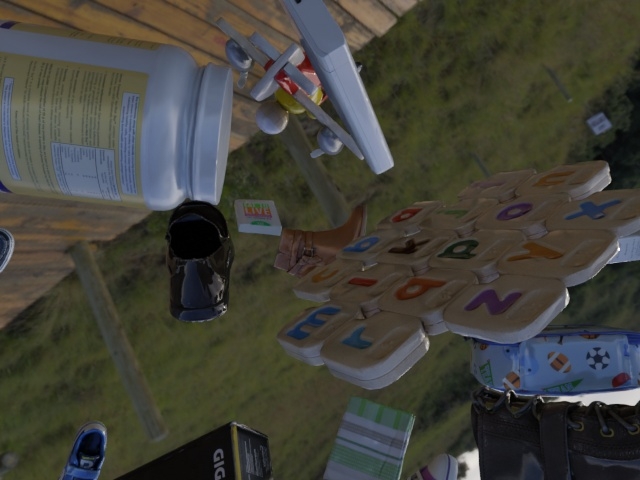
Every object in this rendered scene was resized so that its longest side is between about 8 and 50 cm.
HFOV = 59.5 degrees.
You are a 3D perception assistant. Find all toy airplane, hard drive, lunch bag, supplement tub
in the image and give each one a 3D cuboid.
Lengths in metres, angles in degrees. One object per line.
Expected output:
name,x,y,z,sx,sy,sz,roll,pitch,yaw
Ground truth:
toy airplane,-0.077,-0.370,1.386,0.384,0.386,0.272,20,125,-35
hard drive,0.019,-0.273,0.891,0.047,0.233,0.353,-30,156,7
lunch bag,0.417,0.207,1.021,0.304,0.114,0.243,0,176,9
supplement tub,-0.304,-0.171,0.809,0.332,0.241,0.241,7,159,-6

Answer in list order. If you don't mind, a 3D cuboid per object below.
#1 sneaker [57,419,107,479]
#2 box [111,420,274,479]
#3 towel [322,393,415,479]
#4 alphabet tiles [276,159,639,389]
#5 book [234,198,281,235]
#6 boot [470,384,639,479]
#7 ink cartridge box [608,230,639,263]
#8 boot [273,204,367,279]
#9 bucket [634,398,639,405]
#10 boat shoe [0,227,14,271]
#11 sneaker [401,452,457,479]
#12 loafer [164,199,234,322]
sneaker,-0.338,0.328,0.789,0.053,0.144,0.059,17,156,-25
box,-0.157,0.396,0.591,0.257,0.322,0.079,-31,135,18
towel,0.074,0.327,0.869,0.023,0.113,0.152,73,34,-61
alphabet tiles,0.102,0.013,0.452,0.284,0.021,0.278,-35,-162,-25
book,-0.150,-0.055,1.310,0.096,0.144,0.035,4,115,-16
boot,0.218,0.137,0.416,0.229,0.262,0.091,-3,173,42
ink cartridge box,0.546,-0.017,1.246,0.239,0.060,0.275,-5,-162,-15
boot,0.000,0.000,1.090,0.073,0.152,0.197,-70,-179,-72
bucket,0.490,0.367,0.759,0.183,0.281,0.281,-56,157,18
boat shoe,-0.540,0.052,0.839,0.183,0.065,0.083,-51,-167,-18
sneaker,0.153,0.535,1.150,0.282,0.161,0.102,-55,-178,0
loafer,-0.134,0.000,0.630,0.080,0.220,0.078,-4,119,-14
